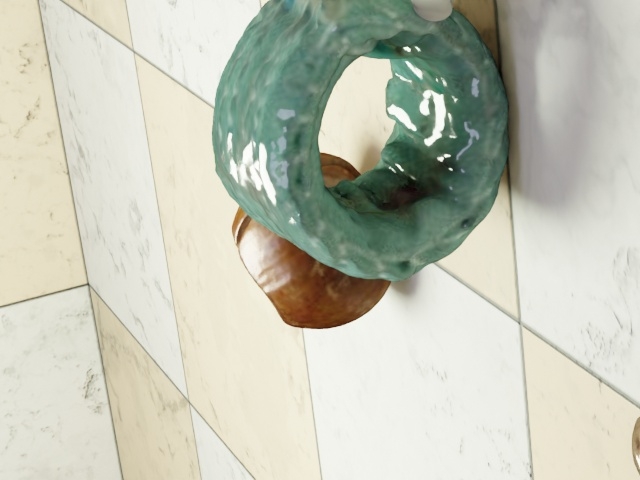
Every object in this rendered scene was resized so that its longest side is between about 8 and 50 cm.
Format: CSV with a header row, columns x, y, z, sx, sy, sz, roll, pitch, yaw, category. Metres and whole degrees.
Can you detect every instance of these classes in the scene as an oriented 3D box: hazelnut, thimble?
x,y,z,sx,sy,sz,roll,pitch,yaw,category
0.000,0.000,1.557,0.154,0.143,0.143,62,158,13,hazelnut
0.027,-0.091,1.286,0.143,0.198,0.235,33,141,60,thimble

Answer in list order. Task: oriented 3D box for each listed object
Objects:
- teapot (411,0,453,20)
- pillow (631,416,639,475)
x,y,z,sx,sy,sz,roll,pitch,yaw,category
0.070,-0.225,1.070,0.298,0.204,0.139,15,-98,-76,teapot
0.232,0.210,1.117,0.135,0.034,0.211,-21,-83,-76,pillow
